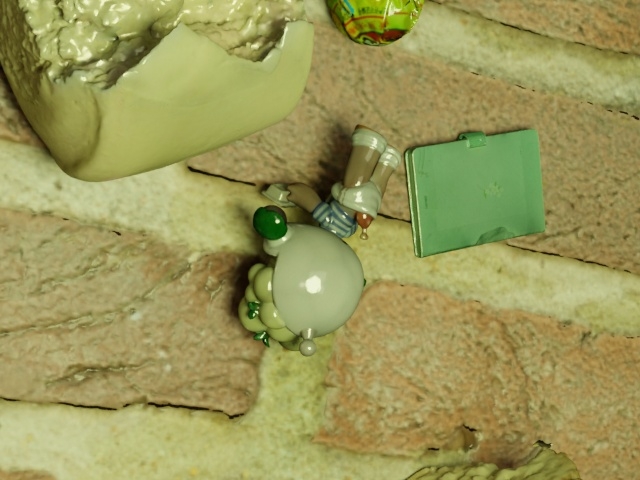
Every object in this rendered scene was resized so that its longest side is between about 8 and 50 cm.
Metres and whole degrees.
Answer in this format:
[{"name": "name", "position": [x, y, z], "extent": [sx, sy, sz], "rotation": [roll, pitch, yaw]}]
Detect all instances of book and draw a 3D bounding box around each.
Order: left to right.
[{"name": "book", "position": [0.140, -0.046, 1.363], "extent": [0.135, 0.017, 0.103], "rotation": [-11, 101, -26]}]

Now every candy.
[{"name": "candy", "position": [0.056, -0.293, 1.284], "extent": [0.077, 0.073, 0.262], "rotation": [7, 83, -6]}]

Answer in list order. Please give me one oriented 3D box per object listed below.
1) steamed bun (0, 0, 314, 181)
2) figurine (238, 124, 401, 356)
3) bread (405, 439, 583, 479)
[{"name": "steamed bun", "position": [-0.114, -0.159, 1.138], "extent": [0.226, 0.170, 0.200], "rotation": [-21, 101, -26]}, {"name": "figurine", "position": [-0.001, 0.000, 1.255], "extent": [0.147, 0.094, 0.197], "rotation": [37, 67, -47]}, {"name": "bread", "position": [0.118, 0.248, 1.278], "extent": [0.224, 0.184, 0.211], "rotation": [30, 78, -28]}]
